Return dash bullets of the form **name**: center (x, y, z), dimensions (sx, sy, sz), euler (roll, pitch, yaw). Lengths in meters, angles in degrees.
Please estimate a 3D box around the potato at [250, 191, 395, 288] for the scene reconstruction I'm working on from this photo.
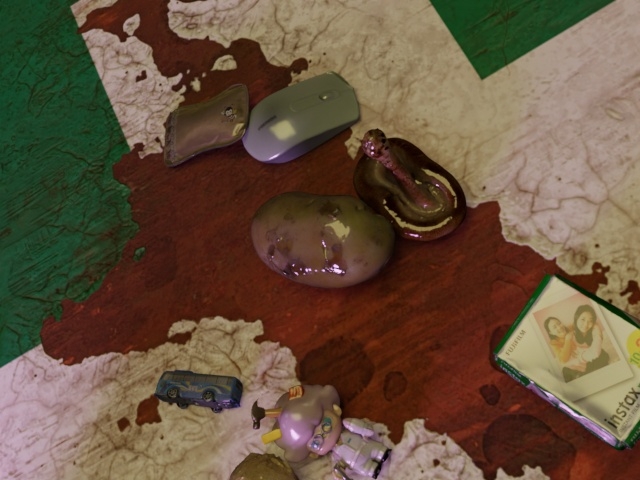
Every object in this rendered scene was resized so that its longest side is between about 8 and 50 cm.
- **potato**: center (0.000, 0.000, 1.584), dimensions (0.262, 0.165, 0.165), euler (3, 73, 30)

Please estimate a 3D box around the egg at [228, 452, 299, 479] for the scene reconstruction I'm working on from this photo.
- **egg**: center (-0.087, 0.408, 1.495), dimensions (0.116, 0.118, 0.140), euler (-24, 47, -33)

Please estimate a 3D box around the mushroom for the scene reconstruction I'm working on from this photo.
- **mushroom**: center (0.129, -0.107, 1.534), dimensions (0.227, 0.217, 0.148), euler (36, 86, 26)

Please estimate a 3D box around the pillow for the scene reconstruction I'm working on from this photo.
- **pillow**: center (-0.221, -0.218, 1.779), dimensions (0.217, 0.033, 0.130), euler (-13, 65, 33)

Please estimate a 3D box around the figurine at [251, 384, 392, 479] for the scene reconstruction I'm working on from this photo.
- **figurine**: center (0.004, 0.306, 1.501), dimensions (0.229, 0.112, 0.137), euler (26, 90, 12)

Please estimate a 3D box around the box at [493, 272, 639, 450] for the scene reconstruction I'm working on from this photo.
- **box**: center (0.406, 0.183, 1.401), dimensions (0.250, 0.103, 0.180), euler (34, 86, 26)

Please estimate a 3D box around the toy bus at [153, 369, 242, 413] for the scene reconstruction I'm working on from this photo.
- **toy bus**: center (-0.212, 0.263, 1.622), dimensions (0.153, 0.051, 0.061), euler (3, 60, 21)

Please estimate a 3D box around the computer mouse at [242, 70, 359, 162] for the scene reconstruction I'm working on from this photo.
- **computer mouse**: center (-0.040, -0.229, 1.719), dimensions (0.231, 0.079, 0.128), euler (-32, 67, 3)
